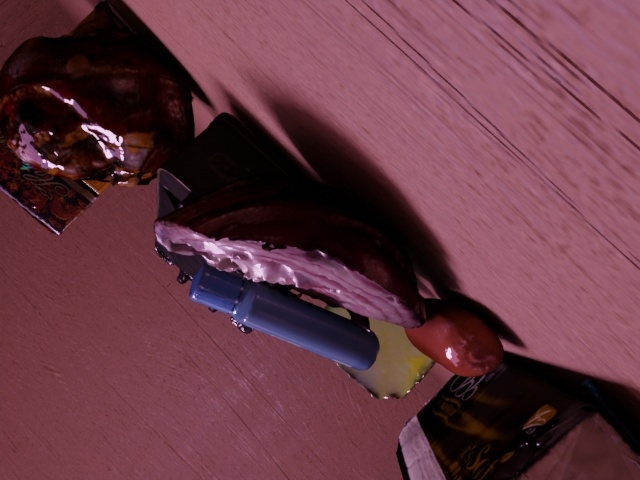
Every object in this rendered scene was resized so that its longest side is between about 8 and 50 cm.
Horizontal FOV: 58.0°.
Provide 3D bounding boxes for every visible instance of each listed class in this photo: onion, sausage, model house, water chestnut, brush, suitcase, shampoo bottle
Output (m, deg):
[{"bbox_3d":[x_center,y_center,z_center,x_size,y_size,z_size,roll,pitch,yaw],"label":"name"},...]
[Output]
[{"bbox_3d":[0.000,0.000,0.646,0.314,0.146,0.280,30,163,-32],"label":"onion"},{"bbox_3d":[0.145,0.106,0.656,0.077,0.077,0.194,45,174,-7],"label":"sausage"},{"bbox_3d":[0.122,0.134,0.989,0.194,0.170,0.211,37,-157,11],"label":"model house"},{"bbox_3d":[-0.393,-0.268,1.028,0.335,0.347,0.335,1,180,0],"label":"water chestnut"},{"bbox_3d":[0.267,0.171,0.481,0.164,0.014,0.051,47,180,-16],"label":"brush"},{"bbox_3d":[-0.133,-0.005,0.974,0.283,0.194,0.434,42,157,2],"label":"suitcase"},{"bbox_3d":[-0.049,0.102,0.777,0.258,0.061,0.104,25,178,-17],"label":"shampoo bottle"}]

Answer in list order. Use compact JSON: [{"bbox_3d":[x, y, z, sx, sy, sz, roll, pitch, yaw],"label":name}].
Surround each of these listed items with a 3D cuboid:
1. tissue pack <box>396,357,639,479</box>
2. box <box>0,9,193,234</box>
[{"bbox_3d":[0.202,0.256,0.566,0.210,0.198,0.370,50,180,4],"label":"tissue pack"},{"bbox_3d":[-0.506,-0.246,1.216,0.264,0.415,0.116,46,176,-22],"label":"box"}]
